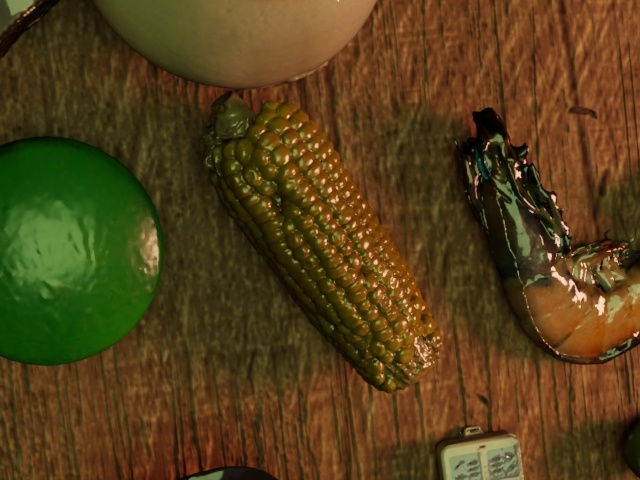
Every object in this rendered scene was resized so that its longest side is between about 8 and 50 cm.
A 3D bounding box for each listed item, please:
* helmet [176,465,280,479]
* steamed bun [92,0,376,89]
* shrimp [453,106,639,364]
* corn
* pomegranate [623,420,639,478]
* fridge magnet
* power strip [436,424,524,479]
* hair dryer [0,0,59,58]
[{"bbox_3d":[-0.130,0.331,1.272,0.230,0.160,0.279,42,74,-10],"label":"helmet"},{"bbox_3d":[-0.068,-0.276,1.212,0.283,0.177,0.283,2,83,-16],"label":"steamed bun"},{"bbox_3d":[0.259,-0.026,1.368,0.222,0.054,0.290,-33,102,-5],"label":"shrimp"},{"bbox_3d":[0.000,0.000,1.296,0.119,0.119,0.322,-34,103,-6],"label":"corn"},{"bbox_3d":[0.345,0.206,1.395,0.084,0.073,0.073,-24,98,-23],"label":"pomegranate"},{"bbox_3d":[-0.246,0.010,1.265,0.208,0.088,0.208,-1,95,-10],"label":"fridge magnet"},{"bbox_3d":[0.164,0.279,1.383,0.081,0.035,0.192,-8,94,-9],"label":"power strip"},{"bbox_3d":[-0.406,-0.185,1.220,0.362,0.128,0.203,-42,101,3],"label":"hair dryer"}]
